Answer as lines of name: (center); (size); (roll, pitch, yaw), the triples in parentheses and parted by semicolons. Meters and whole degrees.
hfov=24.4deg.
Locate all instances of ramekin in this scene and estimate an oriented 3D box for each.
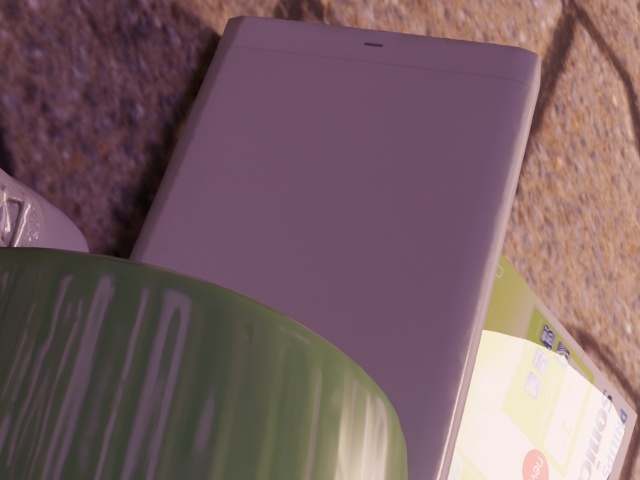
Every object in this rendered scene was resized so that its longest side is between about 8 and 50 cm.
ramekin: (-0.103, 0.132, 0.651); (0.303, 0.303, 0.148); (38, 49, -36)

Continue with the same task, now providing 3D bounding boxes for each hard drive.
hard drive: (0.000, 0.000, 0.848); (0.040, 0.203, 0.307); (81, 22, -52)

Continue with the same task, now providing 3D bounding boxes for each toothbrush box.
toothbrush box: (0.066, 0.119, 0.960); (0.283, 0.122, 0.206); (49, 51, -31)

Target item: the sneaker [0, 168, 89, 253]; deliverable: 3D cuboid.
sneaker: (-0.186, -0.021, 0.735); (0.212, 0.094, 0.080); (30, 59, -40)
